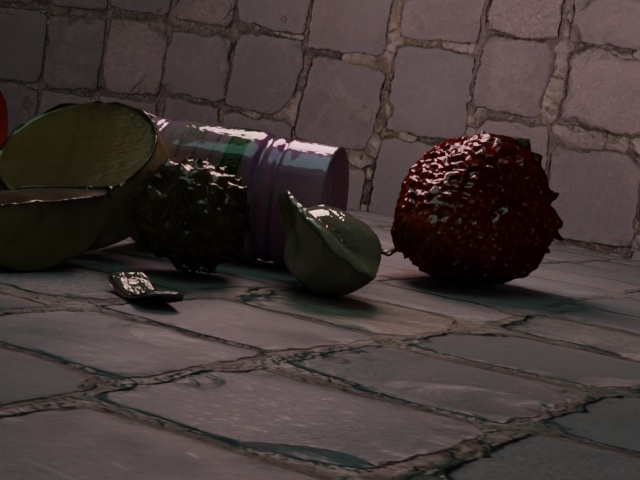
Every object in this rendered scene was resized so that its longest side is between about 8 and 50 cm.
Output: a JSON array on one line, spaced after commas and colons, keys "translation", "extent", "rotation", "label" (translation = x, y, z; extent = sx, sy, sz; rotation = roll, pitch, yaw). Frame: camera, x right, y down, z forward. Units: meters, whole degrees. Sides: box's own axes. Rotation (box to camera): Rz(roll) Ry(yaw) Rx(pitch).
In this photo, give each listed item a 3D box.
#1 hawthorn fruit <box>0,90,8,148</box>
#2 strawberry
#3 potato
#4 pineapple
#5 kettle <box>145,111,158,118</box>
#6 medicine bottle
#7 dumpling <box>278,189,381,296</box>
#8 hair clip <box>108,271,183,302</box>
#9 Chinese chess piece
[{"translation": [-0.642, -0.168, 1.977], "extent": [0.265, 0.265, 0.307], "rotation": [10, 9, 15], "label": "hawthorn fruit"}, {"translation": [0.230, -0.041, 2.094], "extent": [0.343, 0.292, 0.292], "rotation": [-15, 20, -40], "label": "strawberry"}, {"translation": [-0.387, -0.017, 1.579], "extent": [0.138, 0.098, 0.243], "rotation": [8, 10, 36], "label": "potato"}, {"translation": [-0.165, -0.031, 1.725], "extent": [0.166, 0.166, 0.193], "rotation": [11, 0, 30], "label": "pineapple"}, {"translation": [-0.382, -0.113, 2.338], "extent": [0.207, 0.251, 0.271], "rotation": [38, -9, -11], "label": "kettle"}, {"translation": [-0.134, -0.074, 1.976], "extent": [0.325, 0.212, 0.212], "rotation": [10, 6, 13], "label": "medicine bottle"}, {"translation": [0.001, 0.001, 1.706], "extent": [0.166, 0.126, 0.216], "rotation": [47, 15, -18], "label": "dumpling"}, {"translation": [-0.205, 0.058, 1.448], "extent": [0.054, 0.022, 0.137], "rotation": [4, 7, -30], "label": "hair clip"}, {"translation": [-0.344, -0.097, 1.806], "extent": [0.257, 0.104, 0.257], "rotation": [-6, 42, 5], "label": "Chinese chess piece"}]
